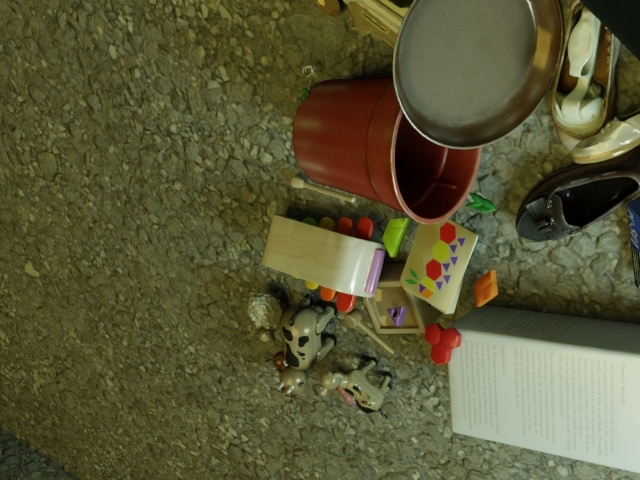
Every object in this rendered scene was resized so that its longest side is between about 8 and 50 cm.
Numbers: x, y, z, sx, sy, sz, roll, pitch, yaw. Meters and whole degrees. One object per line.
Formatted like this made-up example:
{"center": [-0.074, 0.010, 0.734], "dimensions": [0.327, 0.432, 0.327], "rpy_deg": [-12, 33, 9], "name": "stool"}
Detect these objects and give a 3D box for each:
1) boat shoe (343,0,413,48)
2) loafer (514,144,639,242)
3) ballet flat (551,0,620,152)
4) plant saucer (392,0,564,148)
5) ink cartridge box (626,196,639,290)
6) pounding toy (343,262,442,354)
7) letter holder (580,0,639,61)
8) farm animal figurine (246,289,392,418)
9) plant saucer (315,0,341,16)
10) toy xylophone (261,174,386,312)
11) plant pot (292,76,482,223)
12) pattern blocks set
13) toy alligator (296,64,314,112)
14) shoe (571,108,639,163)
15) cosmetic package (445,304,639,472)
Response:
{"center": [0.095, -0.405, 1.535], "dimensions": [0.302, 0.113, 0.103], "rpy_deg": [36, 129, 11], "name": "boat shoe"}
{"center": [0.442, -0.070, 1.509], "dimensions": [0.109, 0.095, 0.302], "rpy_deg": [46, 136, -7], "name": "loafer"}
{"center": [0.414, -0.260, 1.393], "dimensions": [0.107, 0.106, 0.316], "rpy_deg": [15, 128, 27], "name": "ballet flat"}
{"center": [0.246, -0.301, 1.401], "dimensions": [0.050, 0.310, 0.311], "rpy_deg": [-132, 27, -58], "name": "plant saucer"}
{"center": [0.558, 0.029, 1.452], "dimensions": [0.097, 0.046, 0.207], "rpy_deg": [-117, 2, -48], "name": "ink cartridge box"}
{"center": [0.151, 0.146, 1.891], "dimensions": [0.206, 0.094, 0.181], "rpy_deg": [-6, 115, 40], "name": "pounding toy"}
{"center": [0.541, -0.348, 1.224], "dimensions": [0.302, 0.214, 0.152], "rpy_deg": [46, 168, 1], "name": "letter holder"}
{"center": [-0.019, 0.283, 2.063], "dimensions": [0.330, 0.172, 0.327], "rpy_deg": [3, 121, 36], "name": "farm animal figurine"}
{"center": [0.012, -0.451, 1.618], "dimensions": [0.083, 0.015, 0.083], "rpy_deg": [44, 164, 16], "name": "plant saucer"}
{"center": [0.000, 0.000, 1.871], "dimensions": [0.322, 0.081, 0.236], "rpy_deg": [28, 102, 40], "name": "toy xylophone"}
{"center": [0.110, -0.185, 1.592], "dimensions": [0.265, 0.272, 0.272], "rpy_deg": [14, 127, 41], "name": "plant pot"}
{"center": [0.227, 0.042, 1.692], "dimensions": [0.285, 0.026, 0.325], "rpy_deg": [44, 120, 37], "name": "pattern blocks set"}
{"center": [-0.023, -0.271, 1.768], "dimensions": [0.051, 0.056, 0.190], "rpy_deg": [-121, 21, -55], "name": "toy alligator"}
{"center": [0.496, -0.185, 1.381], "dimensions": [0.219, 0.076, 0.058], "rpy_deg": [-23, 103, 19], "name": "shoe"}
{"center": [0.475, 0.271, 1.649], "dimensions": [0.453, 0.161, 0.230], "rpy_deg": [6, 108, 36], "name": "cosmetic package"}
